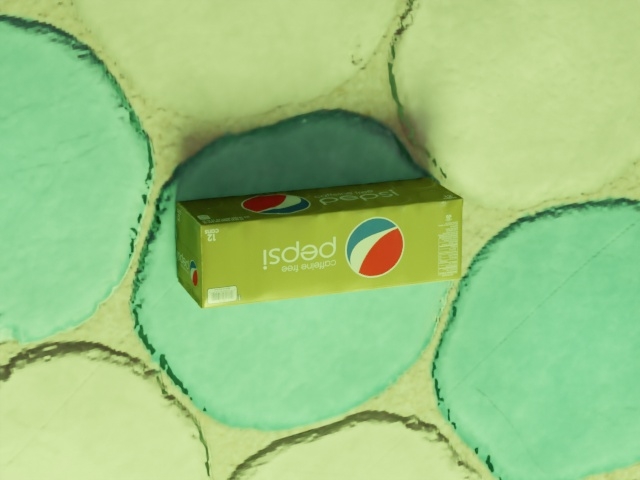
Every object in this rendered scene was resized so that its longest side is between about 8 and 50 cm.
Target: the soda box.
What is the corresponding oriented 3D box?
[{"bbox_3d":[0.000,0.000,1.207,0.181,0.061,0.058,-5,108,-19],"label":"soda box"}]
